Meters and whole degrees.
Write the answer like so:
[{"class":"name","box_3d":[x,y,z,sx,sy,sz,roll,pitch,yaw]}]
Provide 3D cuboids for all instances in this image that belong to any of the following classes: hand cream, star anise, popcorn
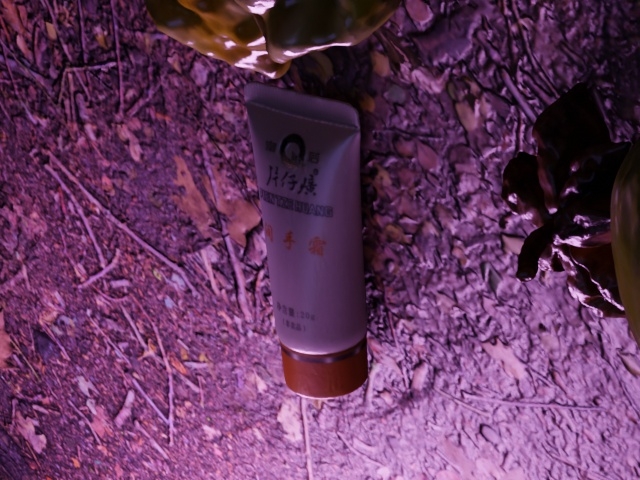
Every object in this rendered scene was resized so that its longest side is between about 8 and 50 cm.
[{"class":"hand cream","box_3d":[0.000,0.000,1.675,0.140,0.089,0.314,14,121,38]},{"class":"star anise","box_3d":[0.204,-0.019,1.390,0.212,0.111,0.196,57,-160,-61]},{"class":"popcorn","box_3d":[-0.046,-0.281,1.331,0.292,0.334,0.293,29,98,0]}]

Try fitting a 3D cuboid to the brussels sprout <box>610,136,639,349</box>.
[{"class":"brussels sprout","box_3d":[0.323,0.025,1.178,0.247,0.328,0.328,-29,98,11]}]
